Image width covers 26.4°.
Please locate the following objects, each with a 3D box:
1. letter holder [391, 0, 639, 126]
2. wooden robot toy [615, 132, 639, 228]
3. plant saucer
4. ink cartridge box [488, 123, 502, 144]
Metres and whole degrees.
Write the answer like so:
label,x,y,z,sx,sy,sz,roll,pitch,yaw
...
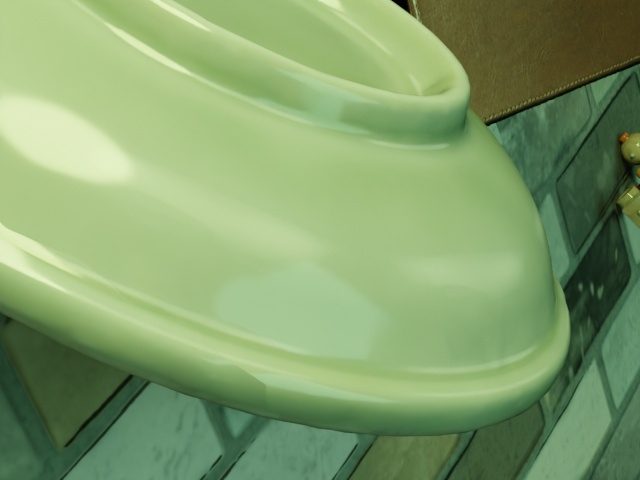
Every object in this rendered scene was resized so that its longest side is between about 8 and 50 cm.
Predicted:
label,x,y,z,sx,sy,sz,roll,pitch,yaw
letter holder,0.095,-0.202,1.000,0.302,0.152,0.214,-24,107,-47
wooden robot toy,0.347,-0.078,1.485,0.079,0.076,0.173,44,45,-1
plant saucer,-0.046,-0.075,0.620,0.400,0.400,0.100,-8,132,-55
ink cartridge box,0.116,-0.111,1.159,0.063,0.029,0.115,-55,132,-41
